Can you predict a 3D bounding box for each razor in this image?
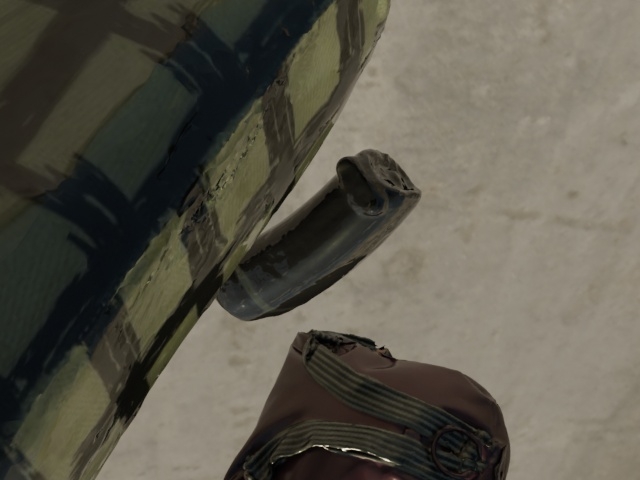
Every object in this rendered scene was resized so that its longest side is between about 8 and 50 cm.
[{"bbox_3d":[0.000,0.000,0.652,0.148,0.054,0.090,-38,167,21],"label":"razor"}]

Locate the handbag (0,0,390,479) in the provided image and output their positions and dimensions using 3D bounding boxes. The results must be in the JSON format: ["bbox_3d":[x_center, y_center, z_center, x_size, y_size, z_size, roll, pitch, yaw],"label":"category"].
[{"bbox_3d":[-0.181,-0.069,0.446,0.325,0.327,0.162,-58,167,-25],"label":"handbag"}]

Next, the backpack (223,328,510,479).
[{"bbox_3d":[0.068,0.253,1.165,0.317,0.283,0.197,8,146,28],"label":"backpack"}]
